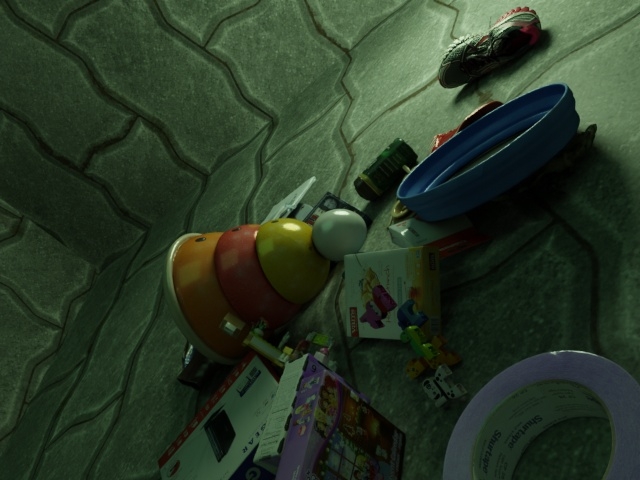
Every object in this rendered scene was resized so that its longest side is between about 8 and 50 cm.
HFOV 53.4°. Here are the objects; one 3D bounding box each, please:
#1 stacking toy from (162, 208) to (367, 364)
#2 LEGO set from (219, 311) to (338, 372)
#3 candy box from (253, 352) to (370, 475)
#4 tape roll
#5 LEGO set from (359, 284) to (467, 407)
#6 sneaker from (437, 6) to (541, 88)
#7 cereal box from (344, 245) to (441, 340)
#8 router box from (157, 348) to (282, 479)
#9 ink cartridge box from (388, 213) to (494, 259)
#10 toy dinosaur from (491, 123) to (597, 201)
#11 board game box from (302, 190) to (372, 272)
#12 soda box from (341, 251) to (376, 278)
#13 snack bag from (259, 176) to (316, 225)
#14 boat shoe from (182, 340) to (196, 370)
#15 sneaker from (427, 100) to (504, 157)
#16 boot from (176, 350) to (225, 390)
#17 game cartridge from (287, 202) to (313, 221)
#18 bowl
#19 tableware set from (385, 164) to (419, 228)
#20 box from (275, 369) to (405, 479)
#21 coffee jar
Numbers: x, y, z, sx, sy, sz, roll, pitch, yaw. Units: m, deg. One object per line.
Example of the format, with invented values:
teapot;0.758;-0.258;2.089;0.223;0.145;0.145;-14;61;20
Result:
stacking toy;-0.096;0.059;1.507;0.480;0.350;0.350;-27;29;22
LEGO set;-0.073;0.215;1.376;0.287;0.132;0.107;21;66;30
candy box;-0.008;0.324;1.092;0.070;0.165;0.196;-30;29;39
tape roll;0.284;0.271;0.766;0.275;0.090;0.275;-38;26;22
LEGO set;0.158;0.189;1.089;0.227;0.087;0.093;52;121;25
sneaker;0.440;-0.504;1.693;0.299;0.121;0.112;-32;30;32
cereal box;0.134;0.105;1.238;0.240;0.047;0.173;-10;79;55
router box;-0.185;0.426;1.343;0.335;0.082;0.301;-50;23;-6
ink cartridge box;0.238;-0.017;1.281;0.145;0.045;0.179;-20;16;-14
toy dinosaur;0.409;-0.117;1.206;0.268;0.064;0.118;-31;13;34
board game box;0.000;0.000;1.677;0.243;0.042;0.165;-50;46;-6
soda box;0.139;0.070;1.367;0.071;0.067;0.210;-57;24;-20
snack bag;-0.168;-0.051;2.022;0.342;0.037;0.323;-54;12;-30
boat shoe;-0.363;0.341;1.828;0.066;0.066;0.183;-58;21;32
sneaker;0.337;-0.263;1.533;0.221;0.087;0.128;-41;25;12
boot;-0.323;0.300;1.746;0.207;0.090;0.248;-46;28;-26
game cartridge;-0.070;-0.006;1.874;0.198;0.062;0.297;-41;23;4
bowl;0.335;-0.173;1.284;0.391;0.077;0.391;-35;10;7
tableware set;0.219;-0.123;1.570;0.128;0.039;0.194;-24;32;44
box;0.027;0.365;0.921;0.057;0.201;0.293;-30;29;35
coffee jar;0.169;-0.185;1.696;0.184;0.079;0.096;-46;5;5
